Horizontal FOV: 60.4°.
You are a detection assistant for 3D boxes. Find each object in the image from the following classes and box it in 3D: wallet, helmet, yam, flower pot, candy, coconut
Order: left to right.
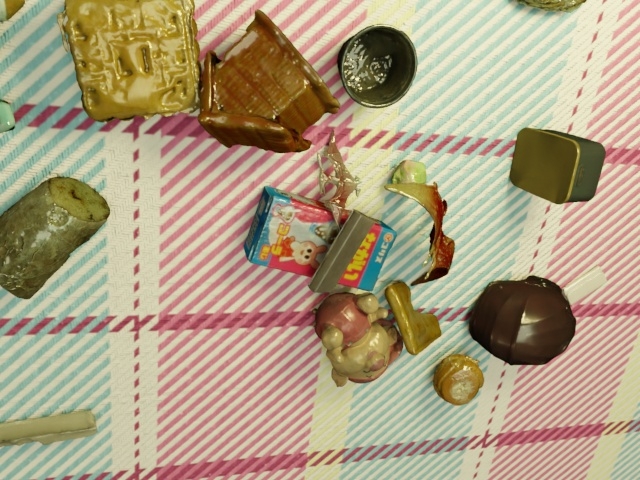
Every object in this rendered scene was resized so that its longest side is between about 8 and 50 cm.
[{"bbox_3d":[-0.538,-0.004,1.040,0.254,0.154,0.154,-41,117,6],"label":"yam"},{"bbox_3d":[0.000,0.000,1.220,0.306,0.100,0.157,15,106,-20],"label":"candy"},{"bbox_3d":[0.102,-0.353,1.100,0.158,0.107,0.157,-6,116,-13],"label":"flower pot"},{"bbox_3d":[0.197,-0.137,1.230,0.081,0.082,0.083,0,135,-22],"label":"coconut"},{"bbox_3d":[0.553,0.223,1.429,0.306,0.177,0.224,-3,110,-14],"label":"helmet"},{"bbox_3d":[0.730,0.125,1.522,0.122,0.025,0.061,-32,110,-1],"label":"wallet"}]

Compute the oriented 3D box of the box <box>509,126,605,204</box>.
[{"bbox_3d":[0.535,-0.172,1.248,0.090,0.201,0.144,-3,111,-19],"label":"box"}]

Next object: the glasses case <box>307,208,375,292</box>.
[{"bbox_3d":[0.041,0.024,1.153,0.190,0.042,0.072,-59,156,11],"label":"glasses case"}]

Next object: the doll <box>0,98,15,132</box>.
[{"bbox_3d":[-0.623,-0.191,0.941,0.159,0.159,0.059,-19,93,-39],"label":"doll"}]

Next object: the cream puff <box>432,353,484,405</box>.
[{"bbox_3d":[0.365,0.368,1.473,0.126,0.103,0.143,13,108,-7],"label":"cream puff"}]

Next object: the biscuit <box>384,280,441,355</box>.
[{"bbox_3d":[0.231,0.180,1.363,0.039,0.174,0.183,-24,88,37],"label":"biscuit"}]

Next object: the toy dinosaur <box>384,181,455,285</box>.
[{"bbox_3d":[0.227,-0.014,1.237,0.327,0.113,0.206,27,68,-62],"label":"toy dinosaur"}]

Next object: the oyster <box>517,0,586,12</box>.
[{"bbox_3d":[0.482,-0.574,1.128,0.268,0.112,0.198,7,131,-27],"label":"oyster"}]

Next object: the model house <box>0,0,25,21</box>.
[{"bbox_3d":[-0.624,-0.350,0.881,0.291,0.184,0.253,-28,109,-35],"label":"model house"}]

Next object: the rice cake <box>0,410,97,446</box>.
[{"bbox_3d":[-0.635,0.431,1.236,0.256,0.057,0.052,-5,111,-14],"label":"rice cake"}]

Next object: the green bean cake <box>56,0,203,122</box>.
[{"bbox_3d":[-0.324,-0.328,0.972,0.224,0.131,0.229,-8,113,-12],"label":"green bean cake"}]

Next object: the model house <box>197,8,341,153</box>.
[{"bbox_3d":[-0.109,-0.263,1.035,0.229,0.199,0.219,-39,83,3],"label":"model house"}]

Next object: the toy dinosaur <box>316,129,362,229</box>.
[{"bbox_3d":[0.039,-0.130,1.168,0.108,0.032,0.220,4,75,-28],"label":"toy dinosaur"}]

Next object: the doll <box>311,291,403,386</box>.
[{"bbox_3d":[0.089,0.239,1.306,0.196,0.152,0.255,-20,128,8],"label":"doll"}]
